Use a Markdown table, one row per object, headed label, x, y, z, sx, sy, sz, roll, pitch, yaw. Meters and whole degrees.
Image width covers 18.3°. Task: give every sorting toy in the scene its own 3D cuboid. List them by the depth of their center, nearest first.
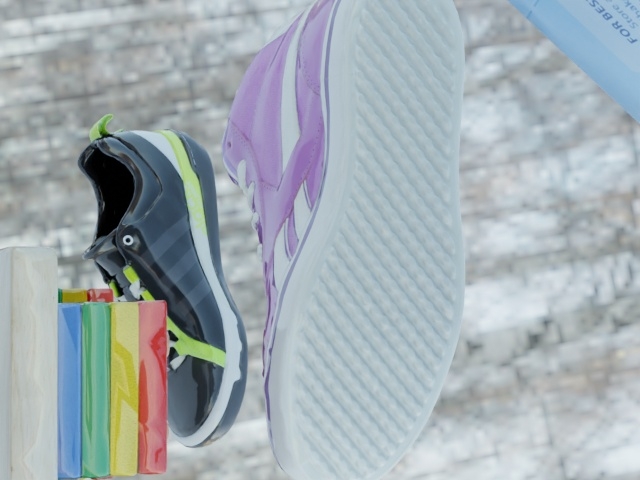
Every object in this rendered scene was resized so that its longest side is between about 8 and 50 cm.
| label | x | y | z | sx | sy | sz | roll | pitch | yaw |
| --- | --- | --- | --- | --- | --- | --- | --- | --- | --- |
| sorting toy | -0.149 | 0.137 | 1.100 | 0.255 | 0.089 | 0.257 | 172 | -82 | -71 |

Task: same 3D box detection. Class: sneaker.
| label | x | y | z | sx | sy | sz | roll | pitch | yaw |
| --- | --- | --- | --- | --- | --- | --- | --- | --- | --- |
| sneaker | 0.001 | 0.000 | 1.094 | 0.161 | 0.102 | 0.282 | -11 | -114 | 58 |
| sneaker | -0.119 | 0.029 | 1.333 | 0.084 | 0.097 | 0.234 | -34 | -120 | 44 |

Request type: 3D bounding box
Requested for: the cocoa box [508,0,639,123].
| label | x | y | z | sx | sy | sz | roll | pitch | yaw |
| --- | --- | --- | --- | --- | --- | --- | --- | --- | --- |
| cocoa box | 0.251 | -0.104 | 0.657 | 0.347 | 0.228 | 0.231 | 42 | -20 | -8 |
